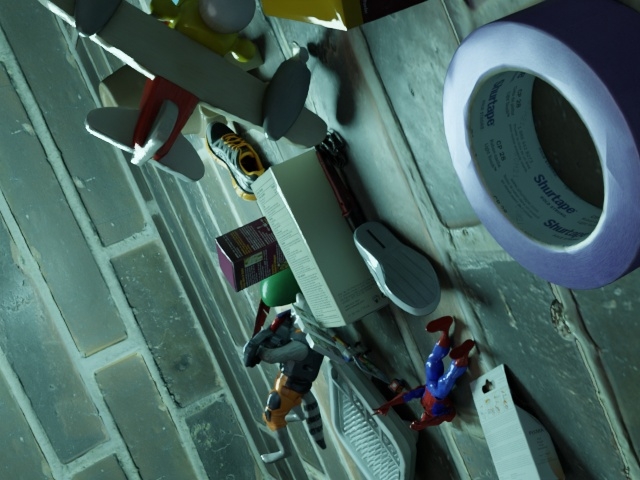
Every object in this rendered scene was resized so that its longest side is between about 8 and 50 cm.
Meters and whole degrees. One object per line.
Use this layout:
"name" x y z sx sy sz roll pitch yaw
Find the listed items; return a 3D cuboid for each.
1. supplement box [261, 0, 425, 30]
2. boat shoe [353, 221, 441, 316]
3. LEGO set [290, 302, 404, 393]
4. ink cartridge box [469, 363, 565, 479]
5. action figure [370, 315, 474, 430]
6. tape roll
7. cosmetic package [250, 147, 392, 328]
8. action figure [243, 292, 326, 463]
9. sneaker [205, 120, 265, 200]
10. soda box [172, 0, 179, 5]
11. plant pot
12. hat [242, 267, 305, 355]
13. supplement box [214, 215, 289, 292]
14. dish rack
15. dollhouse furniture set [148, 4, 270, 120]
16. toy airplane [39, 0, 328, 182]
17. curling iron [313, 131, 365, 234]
"supplement box" 0.049 -0.319 0.813 0.191 0.194 0.129 33 144 55
"boat shoe" 0.130 0.053 1.253 0.226 0.083 0.075 59 175 48
"LEGO set" 0.048 0.227 1.521 0.244 0.060 0.182 31 -171 -25
"ink cartridge box" 0.293 0.285 1.185 0.145 0.045 0.179 115 145 -66
"action figure" 0.167 0.252 1.301 0.091 0.139 0.280 52 159 34
"tape roll" 0.238 -0.093 0.767 0.274 0.090 0.274 52 157 33
"cosmetic package" 0.000 0.000 1.440 0.309 0.113 0.160 65 160 -1
"action figure" -0.035 0.268 1.691 0.179 0.341 0.330 14 107 19
"sneaker" -0.181 -0.190 1.729 0.215 0.084 0.083 53 144 19
"soda box" -0.273 -0.521 1.564 0.071 0.067 0.210 45 152 42
"plant pot" -0.373 -0.332 1.806 0.263 0.229 0.263 50 155 33
"hat" -0.135 0.122 1.814 0.208 0.184 0.173 61 160 9
"supplement box" -0.115 0.014 1.631 0.081 0.188 0.104 51 156 33
"dish rack" 0.121 0.419 1.701 0.285 0.072 0.332 48 155 36
"dollhouse furniture set" -0.229 -0.342 1.528 0.212 0.161 0.242 17 129 64
"toy airplane" -0.199 -0.289 1.209 0.272 0.386 0.384 -40 74 42
"curling iron" 0.051 -0.060 1.350 0.068 0.035 0.273 3 116 68
